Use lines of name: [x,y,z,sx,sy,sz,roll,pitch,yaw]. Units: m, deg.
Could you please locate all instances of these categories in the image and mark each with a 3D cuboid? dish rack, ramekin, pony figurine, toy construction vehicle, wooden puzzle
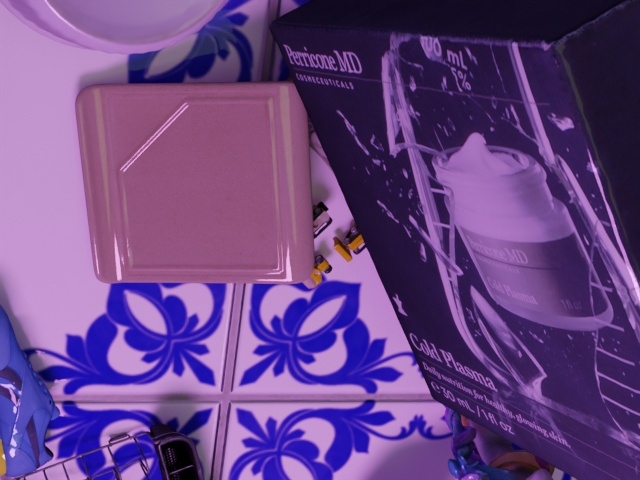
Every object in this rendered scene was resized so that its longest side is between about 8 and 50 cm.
dish rack: [-0.262,0.335,1.399,0.271,0.074,0.208,-18,113,-17]
ramekin: [-0.188,-0.299,1.153,0.272,0.127,0.273,-11,118,-22]
pony figurine: [0.214,0.352,1.451,0.302,0.363,0.351,5,123,-27]
toy construction vehicle: [0.000,0.000,1.397,0.098,0.035,0.086,-44,126,4]
wooden puzzle: [-0.128,-0.061,1.300,0.238,0.044,0.221,-1,111,3]

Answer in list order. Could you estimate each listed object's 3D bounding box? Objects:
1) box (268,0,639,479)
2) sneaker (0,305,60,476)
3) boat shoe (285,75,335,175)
box: [0.250,-0.044,1.129,0.297,0.480,0.472,-30,112,-18]
sneaker: [-0.330,0.157,1.331,0.082,0.069,0.209,-12,113,-27]
boat shoe: [0.067,-0.075,1.355,0.104,0.089,0.285,-47,116,2]
